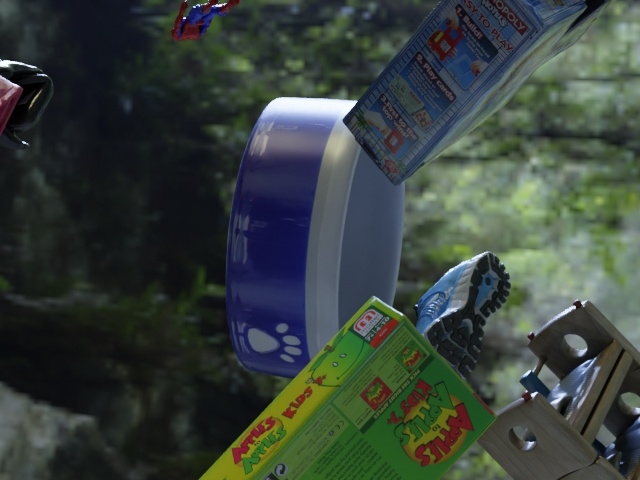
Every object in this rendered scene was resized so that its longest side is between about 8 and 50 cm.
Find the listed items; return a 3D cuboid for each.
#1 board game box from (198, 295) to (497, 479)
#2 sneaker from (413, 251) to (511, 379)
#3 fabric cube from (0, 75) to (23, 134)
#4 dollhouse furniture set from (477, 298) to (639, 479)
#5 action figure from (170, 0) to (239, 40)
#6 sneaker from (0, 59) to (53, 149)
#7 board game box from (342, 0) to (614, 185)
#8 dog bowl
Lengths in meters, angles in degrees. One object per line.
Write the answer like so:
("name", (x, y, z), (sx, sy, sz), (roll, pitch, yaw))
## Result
("board game box", (0.003, 0.130, 0.992), (0.181, 0.043, 0.092), (-46, -62, -7))
("sneaker", (0.116, 0.082, 1.671), (0.063, 0.073, 0.162), (51, -124, -20))
("fabric cube", (-0.442, -0.055, 1.443), (0.259, 0.258, 0.254), (-59, -3, 28))
("dollhouse furniture set", (0.156, 0.161, 1.314), (0.129, 0.183, 0.129), (46, -140, -6))
("action figure", (-0.113, -0.210, 1.667), (0.038, 0.115, 0.030), (-9, -102, -30))
("sneaker", (-0.317, -0.112, 1.650), (0.227, 0.130, 0.087), (122, 159, -71))
("board game box", (0.123, -0.137, 1.095), (0.194, 0.060, 0.194), (-37, -5, -20))
("dog bowl", (0.000, 0.000, 1.664), (0.265, 0.104, 0.265), (6, -90, -75))
